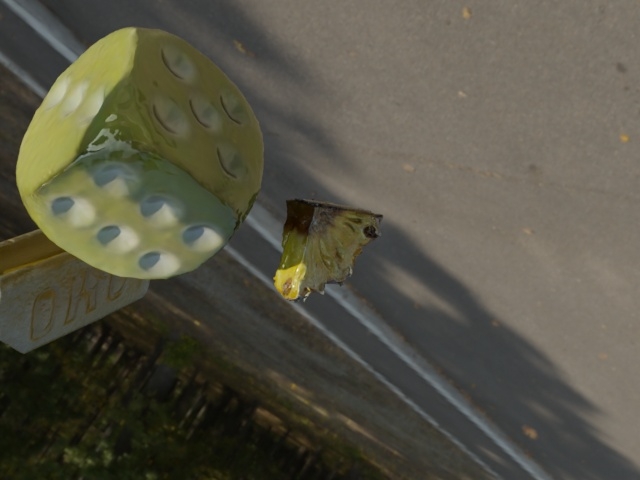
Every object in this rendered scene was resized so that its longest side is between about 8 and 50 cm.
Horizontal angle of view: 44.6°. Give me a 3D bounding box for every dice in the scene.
[{"bbox_3d":[-0.165,-0.078,0.727,0.166,0.169,0.169,-30,133,29],"label":"dice"}]

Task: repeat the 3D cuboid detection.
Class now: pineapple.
[{"bbox_3d":[0.000,0.000,0.819,0.069,0.137,0.116,13,144,42],"label":"pineapple"}]

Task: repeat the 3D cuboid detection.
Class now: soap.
[{"bbox_3d":[-0.312,0.046,0.956,0.073,0.232,0.140,33,126,24],"label":"soap"}]
